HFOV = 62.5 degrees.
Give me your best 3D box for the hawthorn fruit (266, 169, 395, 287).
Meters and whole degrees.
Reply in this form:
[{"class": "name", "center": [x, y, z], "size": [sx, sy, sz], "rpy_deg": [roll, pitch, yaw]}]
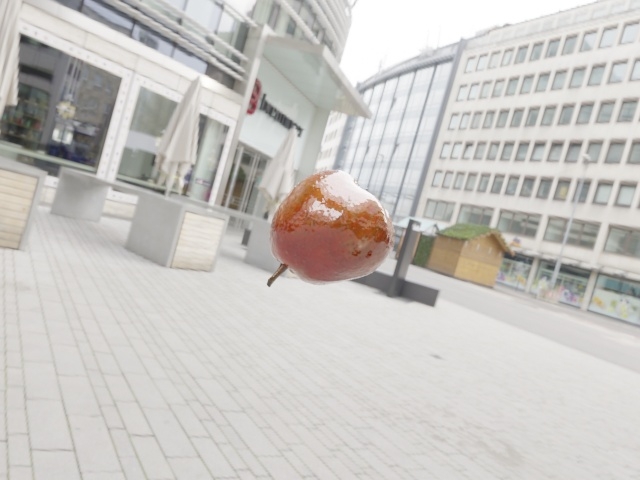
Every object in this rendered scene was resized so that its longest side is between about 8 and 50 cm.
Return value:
[{"class": "hawthorn fruit", "center": [0.000, 0.000, 0.856], "size": [0.196, 0.226, 0.196], "rpy_deg": [52, -2, 2]}]
